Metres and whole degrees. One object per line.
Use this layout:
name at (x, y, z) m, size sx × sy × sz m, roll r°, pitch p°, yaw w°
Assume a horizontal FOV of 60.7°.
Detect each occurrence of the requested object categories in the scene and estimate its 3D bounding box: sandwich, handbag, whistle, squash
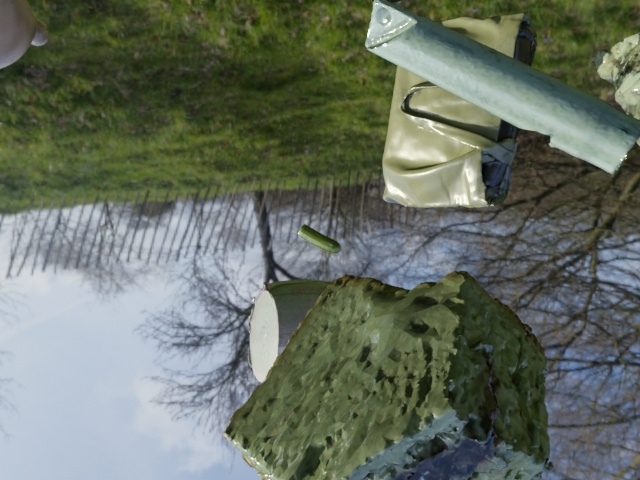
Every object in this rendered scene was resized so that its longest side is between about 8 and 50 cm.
sandwich at (0.061, 0.158, 0.542) m, size 0.131 × 0.262 × 0.325 m, roll 47°, pitch 155°, yaw -19°
handbag at (0.206, -0.203, 0.891) m, size 0.109 × 0.316 × 0.253 m, roll 1°, pitch -170°, yaw -40°
whistle at (0.181, -0.169, 0.579) m, size 0.312 × 0.062 × 0.062 m, roll 34°, pitch -162°, yaw 17°
squash at (0.000, 0.000, 1.003) m, size 0.083 × 0.028 × 0.027 m, roll 28°, pitch -164°, yaw 18°

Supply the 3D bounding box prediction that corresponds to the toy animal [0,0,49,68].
toy animal at (-0.377, -0.193, 0.517) m, size 0.197 × 0.171 × 0.171 m, roll -42°, pitch -158°, yaw -10°

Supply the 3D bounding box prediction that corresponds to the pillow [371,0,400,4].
pillow at (0.221, -0.585, 1.259) m, size 0.217 × 0.033 × 0.130 m, roll -14°, pitch -141°, yaw 7°

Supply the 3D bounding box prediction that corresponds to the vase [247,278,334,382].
vase at (0.082, 0.212, 1.166) m, size 0.444 × 0.250 × 0.250 m, roll 6°, pitch -173°, yaw -22°

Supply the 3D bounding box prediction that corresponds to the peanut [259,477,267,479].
peanut at (-0.090, 0.706, 1.523) m, size 0.173 × 0.340 × 0.159 m, roll 6°, pitch -133°, yaw -3°

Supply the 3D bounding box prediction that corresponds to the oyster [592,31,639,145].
oyster at (0.449, -0.148, 0.678) m, size 0.158 × 0.162 × 0.351 m, roll -8°, pitch -129°, yaw -3°
